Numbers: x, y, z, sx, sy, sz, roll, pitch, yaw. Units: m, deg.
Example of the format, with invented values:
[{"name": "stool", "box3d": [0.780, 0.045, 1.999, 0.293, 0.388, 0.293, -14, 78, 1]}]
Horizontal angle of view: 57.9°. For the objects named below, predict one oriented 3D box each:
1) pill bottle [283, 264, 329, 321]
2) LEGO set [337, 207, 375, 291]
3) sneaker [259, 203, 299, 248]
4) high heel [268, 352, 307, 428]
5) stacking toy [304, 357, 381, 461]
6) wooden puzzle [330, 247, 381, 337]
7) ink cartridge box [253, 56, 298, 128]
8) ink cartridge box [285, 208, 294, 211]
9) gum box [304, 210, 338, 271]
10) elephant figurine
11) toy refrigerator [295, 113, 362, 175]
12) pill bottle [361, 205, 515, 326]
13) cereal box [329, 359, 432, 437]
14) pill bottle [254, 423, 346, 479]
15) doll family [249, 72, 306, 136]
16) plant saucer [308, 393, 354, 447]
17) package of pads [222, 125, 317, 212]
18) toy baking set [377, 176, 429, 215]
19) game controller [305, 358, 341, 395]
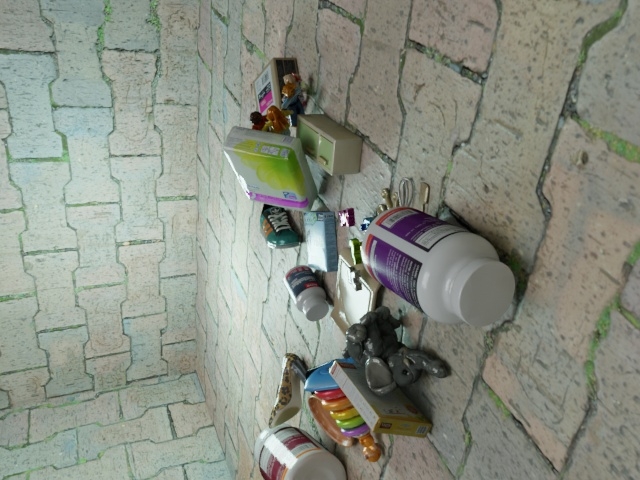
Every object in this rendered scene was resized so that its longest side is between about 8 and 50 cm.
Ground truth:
[{"name": "pill bottle", "box3d": [-0.043, 0.175, 1.900, 0.180, 0.108, 0.108, -123, 35, -44]}, {"name": "LEGO set", "box3d": [0.103, 0.009, 1.555, 0.093, 0.087, 0.227, -146, 46, -64]}, {"name": "sneaker", "box3d": [-0.160, -0.058, 2.104, 0.302, 0.108, 0.121, -142, 45, -60]}, {"name": "high heel", "box3d": [-0.139, 0.557, 2.160, 0.261, 0.093, 0.186, -53, 43, 11]}, {"name": "stacking toy", "box3d": [0.098, 0.491, 1.643, 0.165, 0.175, 0.302, -20, 95, 41]}, {"name": "wooden puzzle", "box3d": [0.103, 0.169, 1.657, 0.221, 0.044, 0.239, -132, 46, -53]}, {"name": "ink cartridge box", "box3d": [-0.149, -0.492, 1.982, 0.234, 0.088, 0.193, 164, 100, -66]}, {"name": "ink cartridge box", "box3d": [-0.117, -0.143, 2.079, 0.048, 0.028, 0.083, 110, 144, -47]}, {"name": "gum box", "box3d": [0.000, 0.000, 1.836, 0.157, 0.041, 0.184, -170, 75, -66]}, {"name": "elephant figurine", "box3d": [0.173, 0.295, 1.407, 0.239, 0.169, 0.186, 50, 173, 26]}, {"name": "toy refrigerator", "box3d": [0.014, -0.280, 1.658, 0.269, 0.094, 0.102, -134, 43, -53]}, {"name": "pill bottle", "box3d": [0.227, 0.051, 1.153, 0.323, 0.181, 0.181, -145, 52, -60]}, {"name": "cereal box", "box3d": [0.146, 0.393, 1.450, 0.047, 0.173, 0.240, -65, 32, 12]}, {"name": "pill bottle", "box3d": [-0.088, 0.791, 2.033, 0.392, 0.224, 0.224, -179, 82, -67]}, {"name": "doll family", "box3d": [-0.103, -0.394, 1.758, 0.118, 0.263, 0.163, 29, 161, 25]}, {"name": "plant saucer", "box3d": [0.040, 0.565, 1.833, 0.200, 0.037, 0.200, 38, 149, 29]}, {"name": "package of pads", "box3d": [-0.150, -0.215, 1.764, 0.296, 0.229, 0.101, 70, -143, -58]}, {"name": "toy baking set", "box3d": [0.191, -0.044, 1.399, 0.256, 0.030, 0.197, 159, 103, -66]}, {"name": "game controller", "box3d": [0.033, 0.479, 1.865, 0.319, 0.067, 0.166, 136, 124, -62]}]
